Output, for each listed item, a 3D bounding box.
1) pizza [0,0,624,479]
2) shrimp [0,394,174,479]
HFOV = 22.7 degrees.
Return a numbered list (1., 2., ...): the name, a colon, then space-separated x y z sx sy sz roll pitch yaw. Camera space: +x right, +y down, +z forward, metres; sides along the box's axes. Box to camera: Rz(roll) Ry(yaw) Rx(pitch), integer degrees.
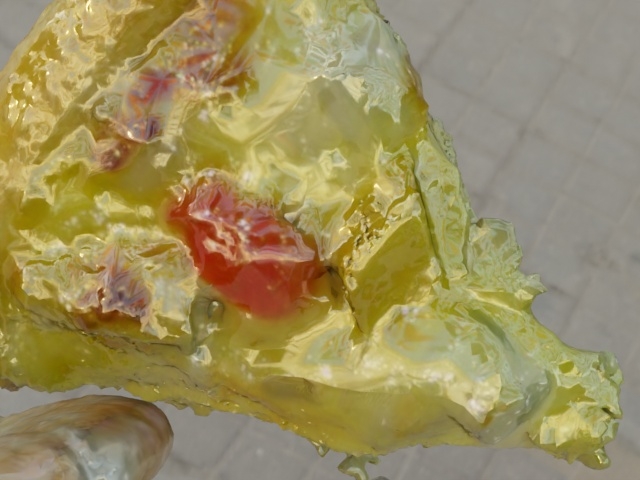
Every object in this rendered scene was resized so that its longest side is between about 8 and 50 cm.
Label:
1. pizza: 0.000 0.000 0.624 0.288 0.280 0.075 29 16 3
2. shrimp: -0.197 0.133 0.569 0.317 0.168 0.077 -24 93 4
